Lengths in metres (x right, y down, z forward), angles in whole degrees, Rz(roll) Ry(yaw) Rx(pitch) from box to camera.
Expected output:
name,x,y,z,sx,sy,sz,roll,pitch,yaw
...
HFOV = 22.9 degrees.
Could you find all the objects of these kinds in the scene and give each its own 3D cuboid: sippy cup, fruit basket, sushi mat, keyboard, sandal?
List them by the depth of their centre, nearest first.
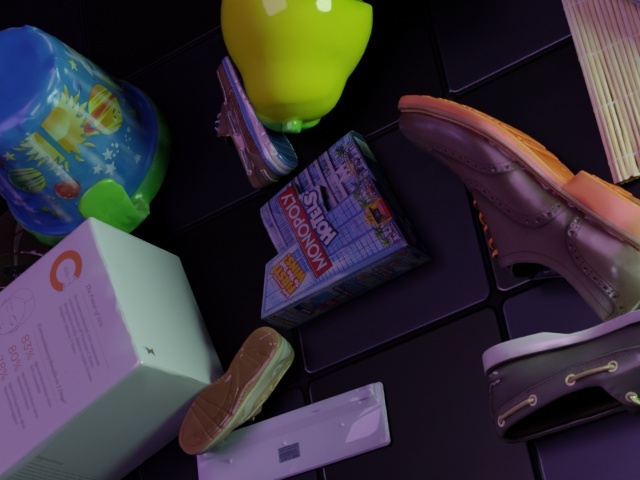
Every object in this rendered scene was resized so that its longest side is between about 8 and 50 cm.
name,x,y,z,sx,sy,sz,roll,pitch,yaw
sushi mat,0.336,-0.219,1.645,0.151,0.019,0.316,-25,60,27
keyboard,-0.035,0.226,1.751,0.256,0.014,0.072,-22,66,28
fruit basket,-0.012,-0.326,1.834,0.392,0.283,0.392,19,126,28
sippy cup,-0.336,-0.140,1.942,0.305,0.224,0.240,8,69,29
sandal,-0.372,0.038,2.029,0.090,0.060,0.219,-6,55,-3

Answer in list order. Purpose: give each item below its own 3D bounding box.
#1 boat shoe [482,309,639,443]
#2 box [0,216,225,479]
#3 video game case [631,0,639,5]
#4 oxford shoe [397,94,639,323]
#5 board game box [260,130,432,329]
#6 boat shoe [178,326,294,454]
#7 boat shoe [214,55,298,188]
name,x,y,z,sx,sy,sz,roll,pitch,yaw
boat shoe,0.290,0.123,1.495,0.305,0.109,0.091,-18,63,36
box,-0.308,0.173,1.866,0.345,0.168,0.215,-38,55,20
video game case,0.400,-0.321,1.616,0.193,0.023,0.212,37,90,35
oxford shoe,0.195,-0.040,1.614,0.364,0.130,0.132,36,101,39
board game box,0.000,0.000,1.778,0.194,0.060,0.194,-40,54,17
boat shoe,-0.089,0.177,1.775,0.170,0.059,0.063,-50,49,4
boat shoe,-0.093,-0.142,1.895,0.066,0.066,0.183,-38,55,20
